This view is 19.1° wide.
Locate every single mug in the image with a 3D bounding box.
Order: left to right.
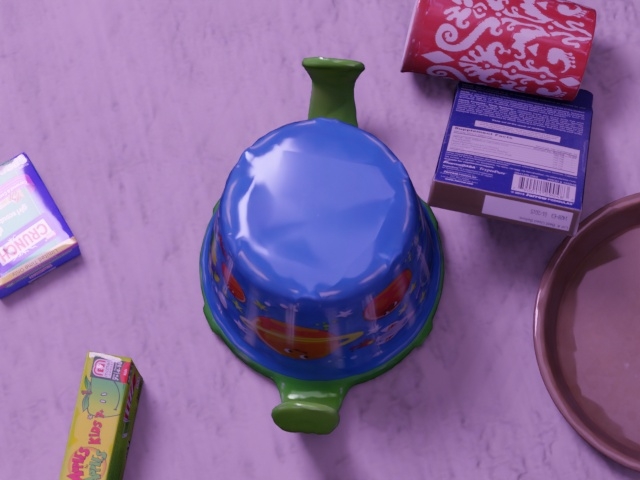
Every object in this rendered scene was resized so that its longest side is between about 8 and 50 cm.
[{"bbox_3d":[0.174,-0.213,1.816,0.169,0.113,0.150,14,70,1],"label":"mug"}]

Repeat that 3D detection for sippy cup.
[{"bbox_3d":[0.000,0.000,1.706,0.240,0.224,0.305,-30,76,-8],"label":"sippy cup"}]

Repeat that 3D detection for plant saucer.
[{"bbox_3d":[0.335,0.088,1.772,0.277,0.041,0.278,0,75,0],"label":"plant saucer"}]

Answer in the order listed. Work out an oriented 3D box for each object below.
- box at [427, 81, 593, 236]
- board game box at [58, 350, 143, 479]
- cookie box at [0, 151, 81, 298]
[{"bbox_3d":[0.183,-0.088,1.778,0.136,0.037,0.225,12,35,5],"label":"box"},{"bbox_3d":[-0.204,0.200,1.721,0.043,0.092,0.181,9,75,5],"label":"board game box"},{"bbox_3d":[-0.293,-0.014,1.809,0.091,0.040,0.107,-30,77,-8],"label":"cookie box"}]
